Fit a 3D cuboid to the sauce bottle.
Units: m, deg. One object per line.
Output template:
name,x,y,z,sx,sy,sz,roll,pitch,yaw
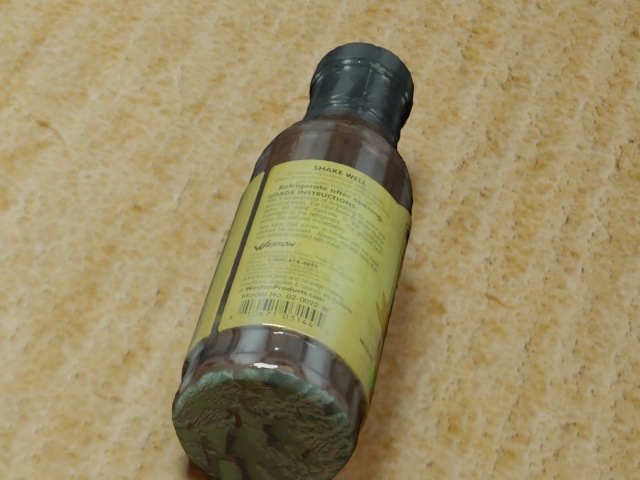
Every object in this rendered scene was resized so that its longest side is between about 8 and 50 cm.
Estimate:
sauce bottle,0.000,0.000,1.191,0.111,0.111,0.344,26,42,-7
